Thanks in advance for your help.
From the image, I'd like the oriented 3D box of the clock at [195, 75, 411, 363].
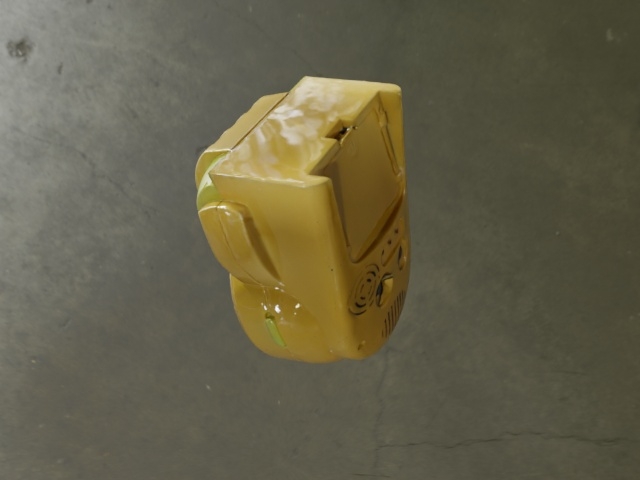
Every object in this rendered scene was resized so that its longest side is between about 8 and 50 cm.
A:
[{"bbox_3d":[0.000,0.000,0.891,0.200,0.317,0.244,7,40,33],"label":"clock"}]
